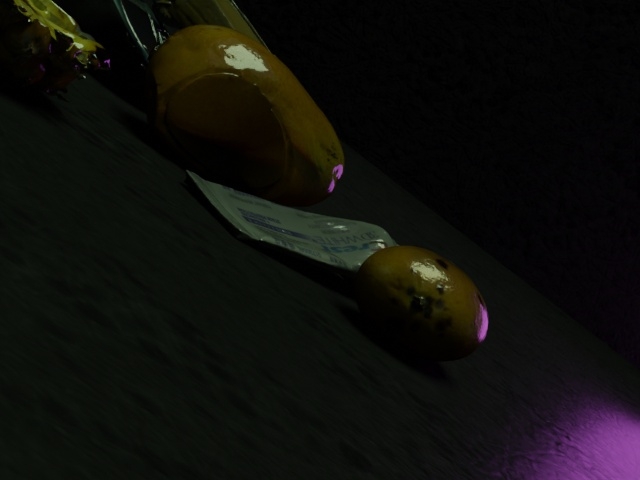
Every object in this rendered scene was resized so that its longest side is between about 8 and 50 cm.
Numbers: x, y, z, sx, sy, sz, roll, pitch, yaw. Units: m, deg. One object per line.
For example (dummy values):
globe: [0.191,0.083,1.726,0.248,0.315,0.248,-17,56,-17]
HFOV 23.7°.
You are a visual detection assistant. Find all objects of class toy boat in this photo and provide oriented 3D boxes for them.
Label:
toy boat: [-0.120,-0.208,1.973,0.321,0.121,0.089,56,15,28]

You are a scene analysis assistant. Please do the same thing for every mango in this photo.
mango: [0.095,0.061,1.365,0.115,0.090,0.178,32,-4,27]
mango: [-0.076,-0.122,1.541,0.236,0.136,0.166,39,2,-20]

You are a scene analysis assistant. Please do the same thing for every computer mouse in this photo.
computer mouse: [-0.231,-0.237,1.695,0.233,0.096,0.137,38,6,24]

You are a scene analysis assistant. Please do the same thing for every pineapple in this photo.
pineapple: [-0.270,-0.187,1.241,0.225,0.076,0.225,39,6,-5]

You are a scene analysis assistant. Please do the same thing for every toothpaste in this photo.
toothpaste: [-0.001,0.000,1.429,0.099,0.068,0.282,4,-13,46]
